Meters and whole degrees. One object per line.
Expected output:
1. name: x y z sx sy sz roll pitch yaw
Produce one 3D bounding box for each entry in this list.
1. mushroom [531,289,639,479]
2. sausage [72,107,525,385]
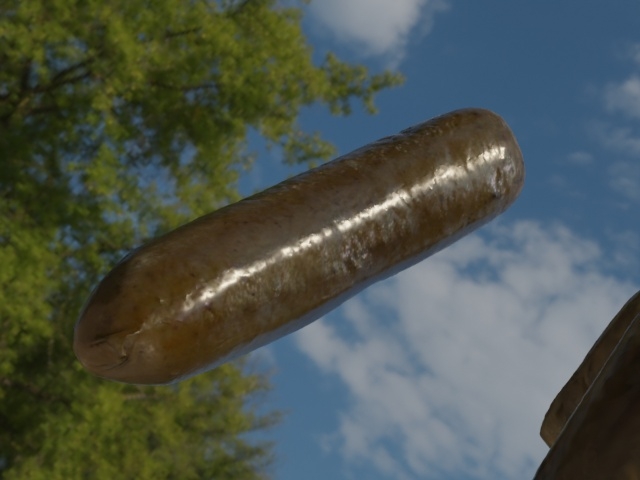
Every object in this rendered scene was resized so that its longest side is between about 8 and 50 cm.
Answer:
1. mushroom: 0.138 0.095 0.418 0.156 0.151 0.286 44 -62 36
2. sausage: -0.002 0.001 0.925 0.136 0.501 0.123 -15 -82 53
